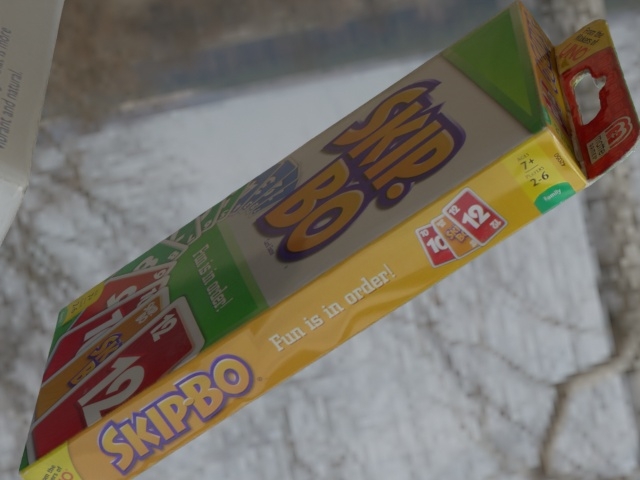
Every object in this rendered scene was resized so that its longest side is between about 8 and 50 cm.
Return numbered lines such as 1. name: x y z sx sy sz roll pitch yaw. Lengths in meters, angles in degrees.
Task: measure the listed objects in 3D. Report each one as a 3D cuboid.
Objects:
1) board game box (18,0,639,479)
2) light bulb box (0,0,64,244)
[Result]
1. board game box: 0.000 0.000 0.733 0.259 0.039 0.124 -31 -157 15
2. light bulb box: -0.342 -0.004 0.795 0.361 0.358 0.225 24 -155 -15
